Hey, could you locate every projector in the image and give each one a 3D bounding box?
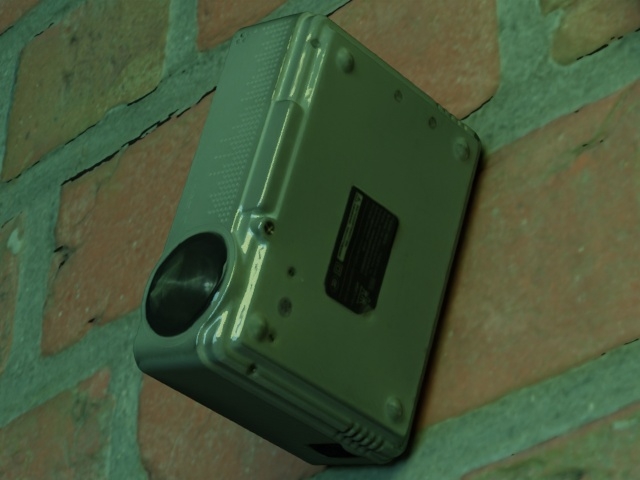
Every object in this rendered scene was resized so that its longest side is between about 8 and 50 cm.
[{"bbox_3d":[0.000,0.000,1.165,0.099,0.192,0.257,-9,57,47],"label":"projector"}]
